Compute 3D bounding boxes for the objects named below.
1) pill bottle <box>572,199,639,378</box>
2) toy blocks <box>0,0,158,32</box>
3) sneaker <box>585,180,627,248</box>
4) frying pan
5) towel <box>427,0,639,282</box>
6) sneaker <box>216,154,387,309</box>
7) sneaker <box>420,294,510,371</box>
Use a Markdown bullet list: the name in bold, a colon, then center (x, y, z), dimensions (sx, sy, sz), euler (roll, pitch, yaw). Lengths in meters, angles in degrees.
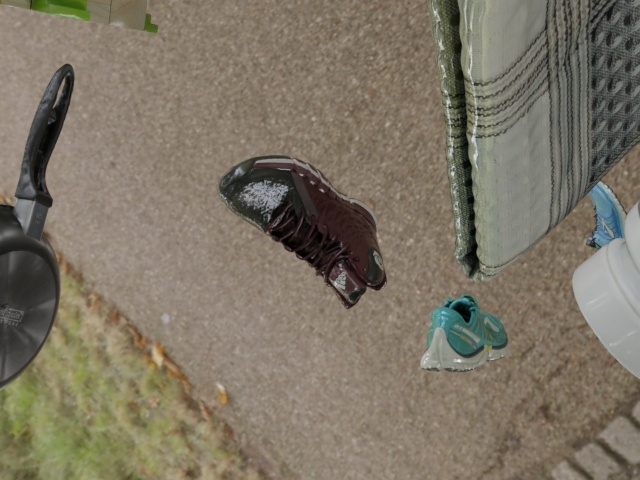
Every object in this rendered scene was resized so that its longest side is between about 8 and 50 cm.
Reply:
- **pill bottle**: center (0.456, -0.010, 0.809), dimensions (0.204, 0.204, 0.361), euler (43, 123, -2)
- **toy blocks**: center (-0.332, -0.396, 0.882), dimensions (0.191, 0.381, 0.261), euler (24, 108, 45)
- **sneaker**: center (0.432, -0.019, 1.183), dimensions (0.073, 0.063, 0.162), euler (-25, 75, 19)
- **frying pan**: center (-0.279, 0.014, 0.742), dimensions (0.053, 0.326, 0.197), euler (17, 150, 21)
- **towel**: center (0.179, -0.154, 0.413), dimensions (0.056, 0.312, 0.324), euler (40, 164, 33)
- **sneaker**: center (0.000, 0.000, 1.000), dimensions (0.281, 0.162, 0.106), euler (19, 129, -44)
- **sneaker**: center (0.244, 0.143, 1.272), dimensions (0.107, 0.275, 0.110), euler (2, 92, 25)
